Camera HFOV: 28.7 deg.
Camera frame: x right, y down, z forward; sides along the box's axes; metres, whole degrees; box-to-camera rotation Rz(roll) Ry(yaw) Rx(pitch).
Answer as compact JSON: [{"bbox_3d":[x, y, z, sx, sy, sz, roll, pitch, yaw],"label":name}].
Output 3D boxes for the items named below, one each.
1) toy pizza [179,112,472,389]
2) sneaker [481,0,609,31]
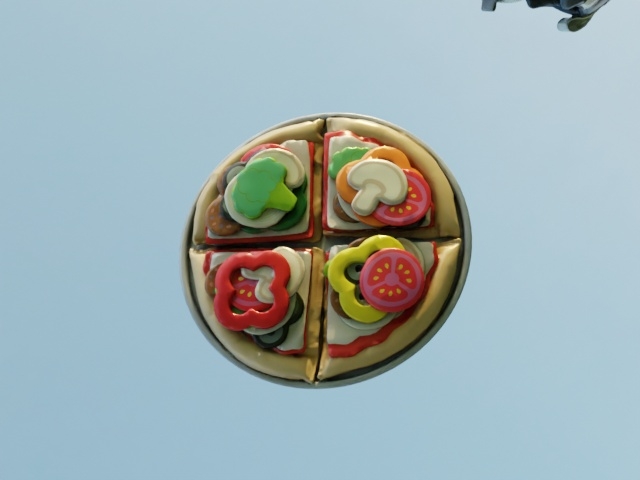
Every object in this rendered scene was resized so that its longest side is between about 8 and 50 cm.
[{"bbox_3d":[0.000,0.000,0.837,0.032,0.201,0.201,63,-133,-65],"label":"toy pizza"},{"bbox_3d":[0.151,-0.255,0.947,0.235,0.094,0.153,41,-94,-26],"label":"sneaker"}]
